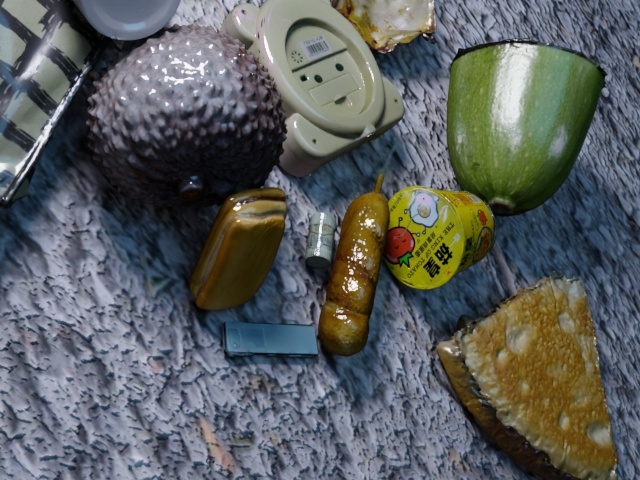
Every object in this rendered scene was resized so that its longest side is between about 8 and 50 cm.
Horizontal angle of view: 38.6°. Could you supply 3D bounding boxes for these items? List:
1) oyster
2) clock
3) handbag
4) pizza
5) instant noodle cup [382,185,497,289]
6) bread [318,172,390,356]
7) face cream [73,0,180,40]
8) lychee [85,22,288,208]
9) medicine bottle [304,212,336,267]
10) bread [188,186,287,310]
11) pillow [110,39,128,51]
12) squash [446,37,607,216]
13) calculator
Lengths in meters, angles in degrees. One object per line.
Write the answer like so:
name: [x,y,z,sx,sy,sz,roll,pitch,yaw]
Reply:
oyster: [0.110,-0.521,1.810,0.221,0.096,0.361,10,65,-27]
clock: [-0.017,-0.291,1.610,0.284,0.114,0.310,-31,88,-39]
handbag: [-0.485,-0.233,1.209,0.325,0.162,0.327,33,57,-25]
pizza: [0.375,0.254,1.679,0.391,0.080,0.435,10,64,-33]
instant noodle cup: [0.216,-0.014,1.623,0.144,0.182,0.182,-13,78,-48]
bread: [0.062,0.033,1.526,0.083,0.124,0.344,15,62,-4]
face cream: [-0.328,-0.428,1.315,0.145,0.145,0.370,3,32,-35]
lychee: [-0.192,-0.183,1.320,0.299,0.300,0.300,15,63,-31]
medicine bottle: [0.000,0.000,1.533,0.047,0.047,0.083,23,59,-27]
bread: [-0.116,0.014,1.348,0.115,0.200,0.077,-4,44,-40]
pillow: [-0.317,-0.441,1.476,0.173,0.067,0.270,37,57,-10]
squash: [0.381,-0.185,1.766,0.310,0.310,0.309,17,77,-29]
calculator: [-0.078,0.156,1.428,0.171,0.018,0.057,5,69,-35]
